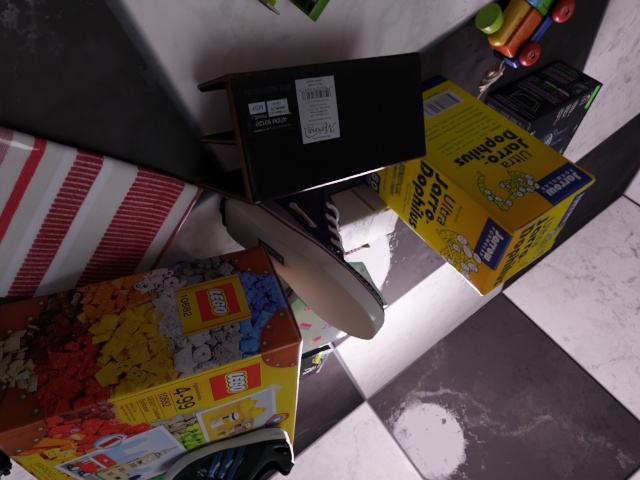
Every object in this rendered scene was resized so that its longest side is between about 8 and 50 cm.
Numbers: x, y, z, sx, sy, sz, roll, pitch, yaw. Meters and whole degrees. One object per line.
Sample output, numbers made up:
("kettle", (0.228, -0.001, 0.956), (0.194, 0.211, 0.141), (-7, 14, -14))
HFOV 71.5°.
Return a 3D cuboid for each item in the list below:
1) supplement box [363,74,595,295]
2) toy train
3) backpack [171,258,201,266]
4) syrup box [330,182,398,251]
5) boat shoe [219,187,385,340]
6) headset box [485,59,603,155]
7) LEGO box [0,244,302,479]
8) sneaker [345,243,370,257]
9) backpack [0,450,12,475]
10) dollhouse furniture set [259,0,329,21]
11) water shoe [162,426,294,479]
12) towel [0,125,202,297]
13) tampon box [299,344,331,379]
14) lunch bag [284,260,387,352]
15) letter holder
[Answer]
("supplement box", (0.263, -0.113, 0.833), (0.195, 0.357, 0.194), (-30, 147, -18))
("toy train", (0.337, -0.382, 0.832), (0.143, 0.105, 0.248), (12, 122, -41))
("backpack", (-0.226, 0.103, 0.822), (0.101, 0.098, 0.120), (-31, 147, -15))
("syrup box", (0.053, -0.042, 0.948), (0.236, 0.096, 0.093), (-22, 143, -28))
("boat shoe", (0.000, 0.000, 0.725), (0.158, 0.340, 0.127), (-37, 156, -32))
("headset box", (0.536, -0.285, 1.136), (0.282, 0.131, 0.246), (-29, 148, -20))
("LEGO box", (-0.243, 0.275, 0.761), (0.372, 0.193, 0.501), (-13, 140, -17))
("sneaker", (0.068, 0.029, 1.109), (0.118, 0.042, 0.067), (2, 126, -39))
("backpack", (-0.601, 0.369, 0.744), (0.084, 0.105, 0.114), (-48, 144, 10))
("dollhouse furniture set", (-0.056, -0.315, 0.512), (0.076, 0.059, 0.151), (-51, 148, 16))
("water shoe", (-0.140, 0.359, 0.692), (0.202, 0.080, 0.073), (-15, 140, -16))
("towel", (-0.345, -0.019, 0.599), (0.237, 0.037, 0.328), (-53, 149, 16))
("tampon box", (-0.073, 0.333, 1.284), (0.160, 0.101, 0.121), (-12, 138, -39))
("lunch bag", (-0.012, 0.158, 1.038), (0.223, 0.160, 0.262), (-42, 155, 30))
("letter holder", (-0.027, -0.175, 0.666), (0.301, 0.214, 0.152), (-20, 112, -30))
